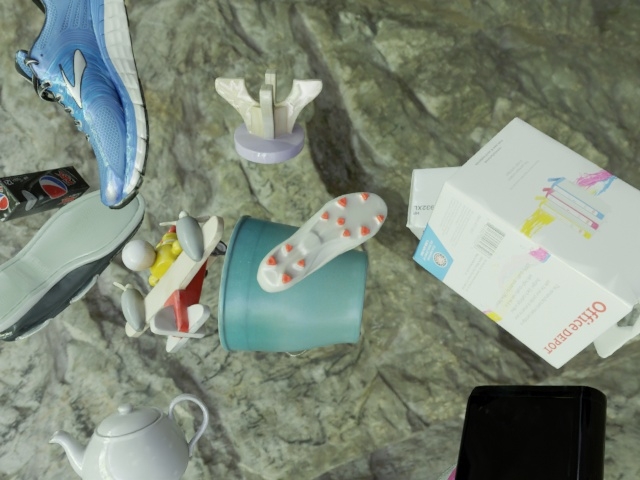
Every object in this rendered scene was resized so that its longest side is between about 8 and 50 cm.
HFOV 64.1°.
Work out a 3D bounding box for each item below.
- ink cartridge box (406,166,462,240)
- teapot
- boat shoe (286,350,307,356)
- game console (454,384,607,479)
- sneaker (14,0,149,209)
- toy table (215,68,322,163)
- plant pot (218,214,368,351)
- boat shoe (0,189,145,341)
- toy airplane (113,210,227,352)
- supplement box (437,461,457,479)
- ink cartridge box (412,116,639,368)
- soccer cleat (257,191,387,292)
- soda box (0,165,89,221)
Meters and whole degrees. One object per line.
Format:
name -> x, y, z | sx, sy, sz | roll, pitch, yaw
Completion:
ink cartridge box -> 0.334, -0.042, 1.081 | 0.307, 0.223, 0.128 | 34, -120, -60
teapot -> -0.429, 0.468, 1.190 | 0.256, 0.253, 0.186 | -19, -76, -66
boat shoe -> -0.033, 0.199, 1.284 | 0.112, 0.335, 0.095 | 24, -145, -5
game console -> 0.242, 0.209, 0.368 | 0.044, 0.361, 0.213 | 33, -120, -25
sneaker -> -0.322, -0.201, 0.697 | 0.147, 0.130, 0.329 | -12, -89, -21
toy table -> -0.122, -0.313, 1.248 | 0.252, 0.160, 0.274 | -6, -149, -13
plant pot -> -0.040, 0.099, 1.009 | 0.256, 0.271, 0.271 | 7, -135, 5
boat shoe -> -0.396, 0.033, 0.799 | 0.303, 0.091, 0.114 | -40, -109, -17
toy airplane -> -0.415, 0.103, 1.390 | 0.273, 0.384, 0.385 | 32, -104, -25
supplement box -> 0.234, 0.489, 0.896 | 0.220, 0.111, 0.114 | -19, -120, -45
ink cartridge box -> 0.153, 0.006, 0.345 | 0.143, 0.092, 0.090 | 39, -119, 19
soccer cleat -> 0.000, 0.000, 0.655 | 0.196, 0.076, 0.068 | -34, -94, -21
soda box -> -0.492, -0.085, 0.899 | 0.053, 0.060, 0.169 | 51, -158, -3
